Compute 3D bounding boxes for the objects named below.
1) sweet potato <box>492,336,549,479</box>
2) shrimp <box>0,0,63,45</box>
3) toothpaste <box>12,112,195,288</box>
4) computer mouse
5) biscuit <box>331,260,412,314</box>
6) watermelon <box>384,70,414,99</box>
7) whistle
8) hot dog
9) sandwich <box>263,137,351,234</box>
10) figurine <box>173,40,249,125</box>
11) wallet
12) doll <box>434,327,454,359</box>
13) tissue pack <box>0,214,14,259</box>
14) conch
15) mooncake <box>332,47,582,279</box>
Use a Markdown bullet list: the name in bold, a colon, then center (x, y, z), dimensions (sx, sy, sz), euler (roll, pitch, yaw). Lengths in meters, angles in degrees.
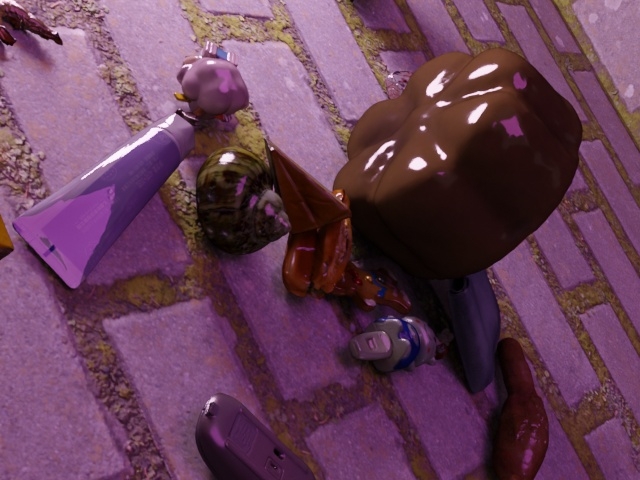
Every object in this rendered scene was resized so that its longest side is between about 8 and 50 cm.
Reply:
- **sweet potato**: center (0.392, 0.337, 2.056), dimensions (0.109, 0.109, 0.385), euler (41, 35, -21)
- **shrimp**: center (-0.456, -0.325, 1.628), dimensions (0.127, 0.025, 0.091), euler (25, 44, -32)
- **toothpaste**: center (-0.305, -0.078, 1.570), dimensions (0.125, 0.080, 0.371), euler (49, 39, -11)
- **computer mouse**: center (-0.094, 0.319, 1.506), dimensions (0.232, 0.057, 0.120), euler (46, 35, -19)
- **biscuit**: center (0.073, 0.077, 1.906), dimensions (0.205, 0.031, 0.138), euler (12, 33, -32)
- **watermelon**: center (0.203, -0.340, 2.434), dimensions (0.139, 0.071, 0.187), euler (36, 46, -16)
- **whistle**: center (0.136, 0.183, 1.875), dimensions (0.244, 0.092, 0.110), euler (4, 61, -51)
- **hot dog**: center (0.000, 0.000, 1.850), dimensions (0.269, 0.115, 0.072), euler (-75, 153, -47)
- **sandwich**: center (-0.023, -0.106, 1.790), dimensions (0.079, 0.113, 0.163), euler (-124, -161, -66)
- **figurine**: center (-0.186, -0.281, 1.862), dimensions (0.137, 0.112, 0.229), euler (32, 30, -23)
- **wallet**: center (0.307, 0.118, 2.097), dimensions (0.290, 0.054, 0.251), euler (-71, 148, -52)
- **doll**: center (0.230, 0.201, 2.031), dimensions (0.085, 0.040, 0.058), euler (2, 50, -50)
- **tissue pack**: center (-0.472, -0.044, 1.318), dimensions (0.120, 0.082, 0.169), euler (-7, 67, -55)
- **conch**: center (-0.124, -0.070, 1.726), dimensions (0.181, 0.124, 0.187), euler (45, 52, -2)
- **mooncake**: center (0.255, -0.156, 2.006), dimensions (0.262, 0.467, 0.467), euler (46, 34, -23)
